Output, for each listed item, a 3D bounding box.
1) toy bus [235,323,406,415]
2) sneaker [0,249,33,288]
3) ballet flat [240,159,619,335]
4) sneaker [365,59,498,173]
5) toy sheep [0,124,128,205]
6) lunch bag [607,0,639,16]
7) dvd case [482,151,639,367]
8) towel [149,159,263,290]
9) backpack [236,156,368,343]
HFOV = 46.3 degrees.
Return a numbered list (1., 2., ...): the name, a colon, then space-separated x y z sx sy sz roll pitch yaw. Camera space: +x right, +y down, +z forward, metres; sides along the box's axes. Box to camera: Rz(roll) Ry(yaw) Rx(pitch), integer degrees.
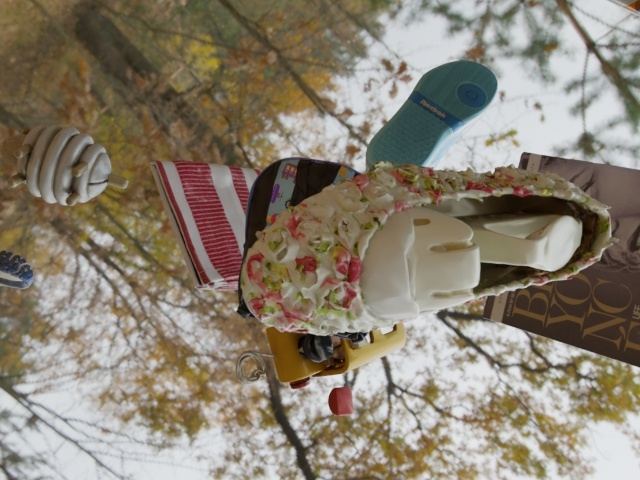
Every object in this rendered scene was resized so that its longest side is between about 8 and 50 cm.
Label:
1. toy bus: 0.019 0.124 0.965 0.104 0.191 0.202 -18 -137 46
2. sneaker: -0.397 0.040 0.872 0.052 0.135 0.058 -47 149 -71
3. ballet flat: 0.074 0.000 0.404 0.241 0.091 0.077 -14 -160 -35
4. sneaker: 0.180 -0.175 1.338 0.319 0.127 0.208 -42 166 -22
5. toy sheep: -0.263 -0.076 0.768 0.091 0.132 0.091 -158 -90 -85
6. lunch bag: 0.276 -0.381 0.509 0.239 0.385 0.328 -26 -131 -30
7. dvd case: 0.258 0.019 0.650 0.221 0.018 0.165 16 -84 40
8. towel: -0.122 -0.030 1.279 0.037 0.237 0.329 -35 160 32
9. backpack: 0.000 0.000 0.770 0.158 0.173 0.117 10 -166 19
